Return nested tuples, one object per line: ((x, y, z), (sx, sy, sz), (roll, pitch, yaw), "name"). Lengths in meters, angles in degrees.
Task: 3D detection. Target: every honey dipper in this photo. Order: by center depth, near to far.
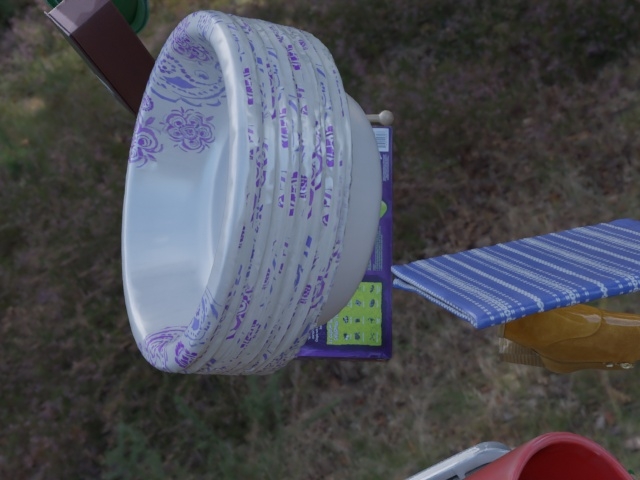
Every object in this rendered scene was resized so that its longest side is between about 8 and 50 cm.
((0.005, -0.143, 1.169), (0.161, 0.030, 0.030), (-2, 25, 5), "honey dipper")

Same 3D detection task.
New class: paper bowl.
((-0.054, -0.032, 0.807), (0.148, 0.284, 0.284), (7, 8, -26), "paper bowl")

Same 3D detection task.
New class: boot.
((0.354, 0.108, 1.398), (0.211, 0.295, 0.104), (0, 62, 13), "boot")

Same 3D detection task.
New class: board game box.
((0.000, 0.000, 1.441), (0.208, 0.346, 0.056), (3, -14, -5), "board game box")

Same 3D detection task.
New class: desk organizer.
((-0.197, -0.179, 0.942), (0.050, 0.130, 0.047), (-43, 57, -7), "desk organizer")

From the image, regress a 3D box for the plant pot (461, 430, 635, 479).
((0.184, 0.357, 1.003), (0.243, 0.275, 0.275), (-31, 13, 41), "plant pot")

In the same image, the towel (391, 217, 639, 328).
((0.273, 0.036, 1.119), (0.336, 0.040, 0.243), (-11, 12, -16), "towel")

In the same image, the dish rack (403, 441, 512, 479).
((0.194, 0.437, 1.473), (0.333, 0.285, 0.072), (-31, 26, 14), "dish rack")

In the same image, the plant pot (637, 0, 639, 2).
((0.424, -0.313, 0.871), (0.229, 0.263, 0.263), (21, 44, 24), "plant pot")

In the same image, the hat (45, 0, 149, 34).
((-0.285, -0.405, 1.360), (0.183, 0.208, 0.173), (-36, 31, 43), "hat")

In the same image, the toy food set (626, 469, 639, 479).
((0.419, 0.360, 1.394), (0.083, 0.082, 0.020), (-57, 33, 2), "toy food set")
